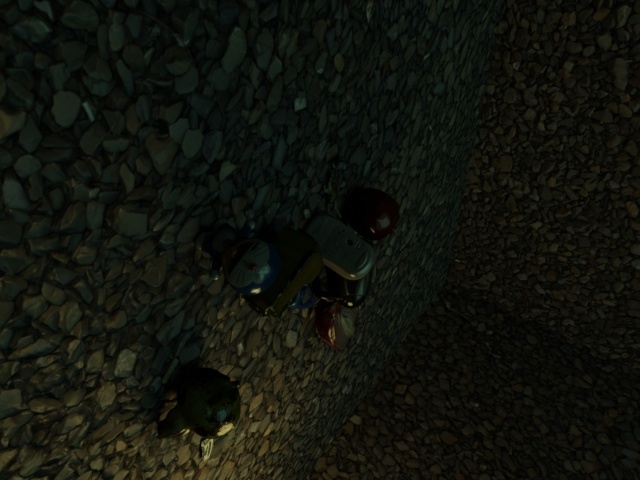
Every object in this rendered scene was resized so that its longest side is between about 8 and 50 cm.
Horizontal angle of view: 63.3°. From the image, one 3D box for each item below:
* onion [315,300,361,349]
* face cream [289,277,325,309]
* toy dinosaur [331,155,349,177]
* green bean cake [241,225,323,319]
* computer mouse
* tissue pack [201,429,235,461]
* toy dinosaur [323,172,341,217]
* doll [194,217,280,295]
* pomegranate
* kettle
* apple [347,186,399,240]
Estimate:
[{"bbox_3d":[0.052,0.331,2.367,0.267,0.159,0.349,-64,149,-27],"label":"onion"},{"bbox_3d":[-0.059,0.208,2.122,0.264,0.083,0.149,2,102,-63],"label":"face cream"},{"bbox_3d":[0.076,-0.280,1.972,0.197,0.045,0.080,-15,102,-69],"label":"toy dinosaur"},{"bbox_3d":[-0.147,0.117,1.781,0.310,0.202,0.285,-53,164,-20],"label":"green bean cake"},{"bbox_3d":[0.072,0.026,2.012,0.184,0.296,0.121,-59,176,-8],"label":"computer mouse"},{"bbox_3d":[-0.404,0.792,2.072,0.193,0.026,0.123,-27,135,-52],"label":"tissue pack"},{"bbox_3d":[0.048,-0.173,2.040,0.212,0.057,0.143,37,61,-75],"label":"toy dinosaur"},{"bbox_3d":[-0.229,0.037,1.472,0.215,0.256,0.161,-50,158,-19],"label":"doll"},{"bbox_3d":[-0.392,0.537,1.669,0.276,0.222,0.204,-14,144,-36],"label":"pomegranate"},{"bbox_3d":[0.111,0.141,2.128,0.250,0.207,0.271,24,57,-53],"label":"kettle"},{"bbox_3d":[0.223,-0.112,2.211,0.201,0.218,0.218,-57,153,-7],"label":"apple"}]
